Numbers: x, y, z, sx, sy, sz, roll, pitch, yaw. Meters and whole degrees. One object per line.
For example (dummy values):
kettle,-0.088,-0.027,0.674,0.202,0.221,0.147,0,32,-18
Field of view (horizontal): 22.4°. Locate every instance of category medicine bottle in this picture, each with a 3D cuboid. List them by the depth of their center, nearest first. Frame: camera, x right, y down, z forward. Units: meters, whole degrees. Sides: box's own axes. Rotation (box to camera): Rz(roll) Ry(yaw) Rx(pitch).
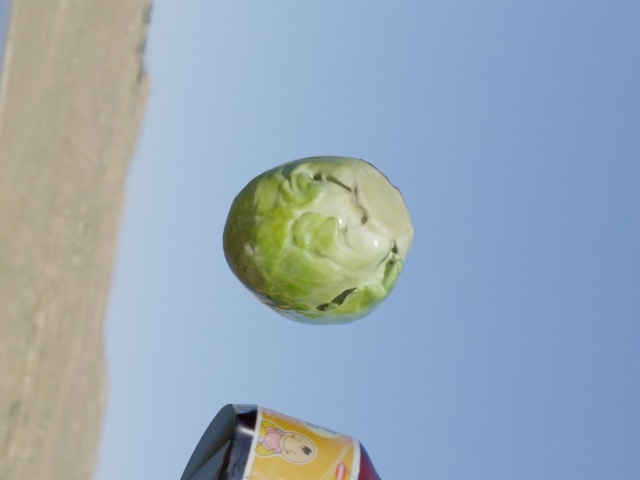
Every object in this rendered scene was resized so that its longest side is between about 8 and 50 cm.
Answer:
medicine bottle,0.028,0.352,1.904,0.242,0.395,0.242,-159,-90,-79

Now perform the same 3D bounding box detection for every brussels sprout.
brussels sprout,0.000,0.000,1.982,0.244,0.244,0.244,-171,-90,-78
